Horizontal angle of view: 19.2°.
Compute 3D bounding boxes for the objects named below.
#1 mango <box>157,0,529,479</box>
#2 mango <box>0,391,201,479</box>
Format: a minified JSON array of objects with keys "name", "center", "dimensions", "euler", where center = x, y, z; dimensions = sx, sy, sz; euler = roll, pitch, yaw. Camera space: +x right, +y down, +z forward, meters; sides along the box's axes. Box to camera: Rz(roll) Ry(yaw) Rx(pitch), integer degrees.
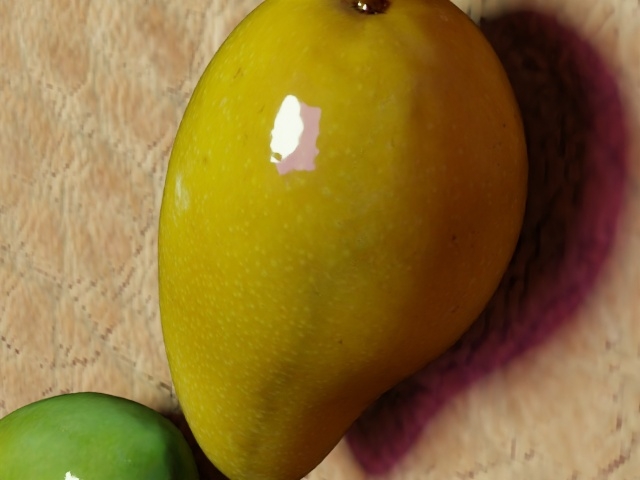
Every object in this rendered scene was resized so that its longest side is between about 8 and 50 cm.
[{"name":"mango","center":[0.000,0.000,0.530],"dimensions":[0.102,0.085,0.184],"euler":[57,150,25]},{"name":"mango","center":[-0.108,0.146,0.717],"dimensions":[0.137,0.091,0.237],"euler":[39,122,38]}]
